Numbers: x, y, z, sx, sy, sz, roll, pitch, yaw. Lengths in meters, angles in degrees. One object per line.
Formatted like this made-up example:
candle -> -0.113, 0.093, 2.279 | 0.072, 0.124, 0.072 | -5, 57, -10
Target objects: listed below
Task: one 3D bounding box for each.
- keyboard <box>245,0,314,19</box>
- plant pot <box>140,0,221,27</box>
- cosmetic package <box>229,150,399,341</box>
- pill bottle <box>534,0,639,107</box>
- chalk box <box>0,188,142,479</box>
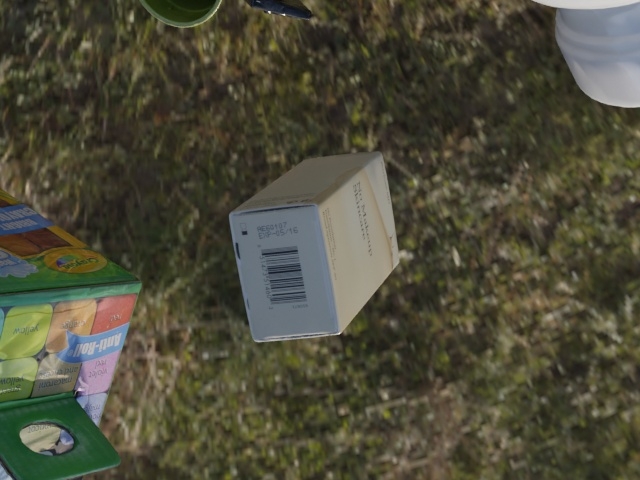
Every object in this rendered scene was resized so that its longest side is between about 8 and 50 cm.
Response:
keyboard -> -0.082, -0.255, 1.477 | 0.100, 0.192, 0.038 | 14, 109, -26
plant pot -> -0.089, -0.211, 1.107 | 0.083, 0.079, 0.083 | 12, 117, 24
cosmetic package -> 0.000, 0.000, 1.780 | 0.113, 0.309, 0.160 | -6, 104, 18
pill bottle -> 0.136, -0.214, 0.708 | 0.162, 0.162, 0.278 | -26, 119, 7
chalk box -> -0.259, 0.077, 1.028 | 0.180, 0.289, 0.179 | -4, 117, -53
